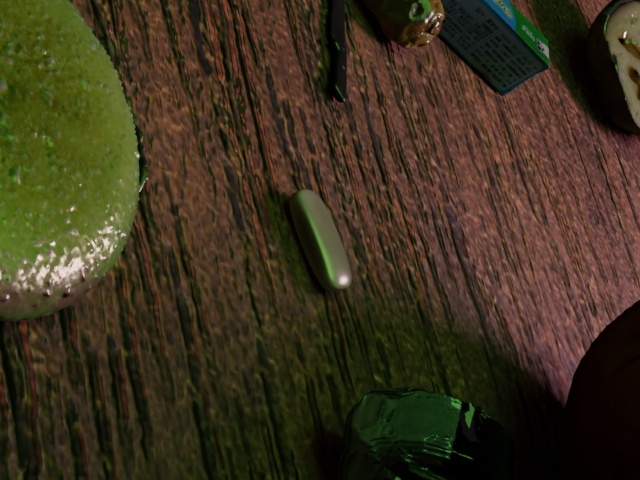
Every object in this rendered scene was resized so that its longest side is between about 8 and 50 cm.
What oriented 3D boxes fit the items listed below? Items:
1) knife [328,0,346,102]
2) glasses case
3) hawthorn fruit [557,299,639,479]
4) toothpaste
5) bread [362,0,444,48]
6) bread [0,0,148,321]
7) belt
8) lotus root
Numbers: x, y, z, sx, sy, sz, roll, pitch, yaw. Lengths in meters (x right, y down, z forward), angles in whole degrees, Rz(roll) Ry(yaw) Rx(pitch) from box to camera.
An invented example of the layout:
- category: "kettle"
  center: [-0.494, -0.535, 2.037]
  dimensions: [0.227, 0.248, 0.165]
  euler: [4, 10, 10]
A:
- category: "knife"
  center: [0.015, -0.185, 1.187]
  dimensions: [0.023, 0.010, 0.170]
  euler: [40, 36, -37]
- category: "glasses case"
  center: [0.000, 0.000, 1.017]
  dimensions: [0.032, 0.021, 0.083]
  euler: [-5, 70, -55]
- category: "hawthorn fruit"
  center: [0.394, 0.217, 1.089]
  dimensions: [0.403, 0.403, 0.402]
  euler: [32, 43, -36]
- category: "toothpaste"
  center: [0.122, -0.250, 1.325]
  dimensions: [0.267, 0.065, 0.050]
  euler: [39, 36, -28]
- category: "bread"
  center: [0.073, -0.231, 1.251]
  dimensions: [0.066, 0.060, 0.110]
  euler: [-39, 97, -41]
- category: "bread"
  center: [-0.213, -0.087, 0.787]
  dimensions: [0.301, 0.045, 0.301]
  euler: [33, 43, -37]
- category: "belt"
  center: [0.075, 0.157, 0.926]
  dimensions: [0.140, 0.105, 0.058]
  euler: [32, 43, -22]
- category: "lotus root"
  center: [0.382, -0.196, 1.618]
  dimensions: [0.204, 0.078, 0.183]
  euler: [16, 67, -38]
